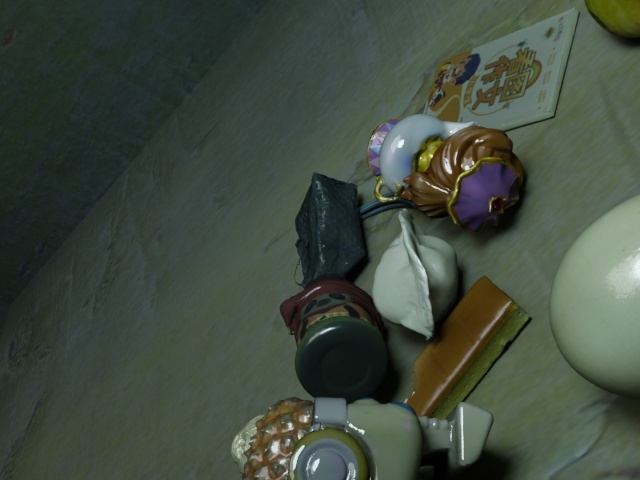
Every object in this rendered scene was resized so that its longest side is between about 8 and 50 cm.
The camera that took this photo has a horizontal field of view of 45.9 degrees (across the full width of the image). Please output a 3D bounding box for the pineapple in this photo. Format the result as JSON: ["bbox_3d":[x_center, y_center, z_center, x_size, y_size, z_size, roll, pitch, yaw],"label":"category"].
[{"bbox_3d":[-0.049,0.396,1.001,0.175,0.175,0.361,-15,49,50],"label":"pineapple"}]

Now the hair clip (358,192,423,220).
[{"bbox_3d":[0.119,-0.058,1.316,0.229,0.039,0.070,-13,51,57],"label":"hair clip"}]

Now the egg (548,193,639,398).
[{"bbox_3d":[0.341,0.042,0.727,0.254,0.188,0.188,-42,33,20],"label":"egg"}]

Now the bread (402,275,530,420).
[{"bbox_3d":[0.178,0.158,1.002,0.226,0.049,0.088,-53,30,10],"label":"bread"}]

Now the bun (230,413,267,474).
[{"bbox_3d":[-0.103,0.332,1.235,0.115,0.069,0.115,-37,34,31],"label":"bun"}]

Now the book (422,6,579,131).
[{"bbox_3d":[0.284,-0.258,1.268,0.295,0.020,0.208,-12,52,51],"label":"book"}]

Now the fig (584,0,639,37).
[{"bbox_3d":[0.435,-0.344,1.032,0.153,0.121,0.136,10,64,34],"label":"fig"}]

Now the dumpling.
[{"bbox_3d":[0.133,0.037,1.073,0.126,0.166,0.216,2,18,28],"label":"dumpling"}]

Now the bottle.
[{"bbox_3d":[0.015,0.134,1.150,0.271,0.156,0.143,-104,38,-71],"label":"bottle"}]

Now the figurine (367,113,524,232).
[{"bbox_3d":[0.187,-0.105,1.120,0.189,0.142,0.263,-48,40,-11],"label":"figurine"}]

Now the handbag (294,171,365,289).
[{"bbox_3d":[0.000,0.000,1.373,0.270,0.089,0.175,-95,28,-43],"label":"handbag"}]

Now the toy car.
[{"bbox_3d":[0.069,0.353,0.817,0.242,0.226,0.336,98,174,-64],"label":"toy car"}]
